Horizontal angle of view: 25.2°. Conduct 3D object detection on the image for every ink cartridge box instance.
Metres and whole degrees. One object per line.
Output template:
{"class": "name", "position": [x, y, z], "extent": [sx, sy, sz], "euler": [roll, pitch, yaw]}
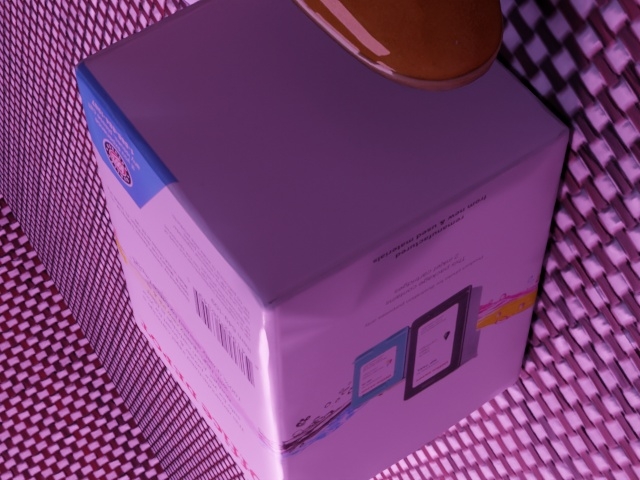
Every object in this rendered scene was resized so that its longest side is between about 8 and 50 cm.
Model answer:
{"class": "ink cartridge box", "position": [0.000, 0.000, 0.870], "extent": [0.198, 0.197, 0.270], "euler": [50, 159, 28]}

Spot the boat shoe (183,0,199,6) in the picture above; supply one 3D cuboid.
{"class": "boat shoe", "position": [-0.057, -0.150, 1.007], "extent": [0.183, 0.065, 0.083], "euler": [48, 157, 31]}

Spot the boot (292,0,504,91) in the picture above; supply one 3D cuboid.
{"class": "boot", "position": [0.010, -0.228, 0.650], "extent": [0.295, 0.104, 0.211], "euler": [60, 163, 14]}
